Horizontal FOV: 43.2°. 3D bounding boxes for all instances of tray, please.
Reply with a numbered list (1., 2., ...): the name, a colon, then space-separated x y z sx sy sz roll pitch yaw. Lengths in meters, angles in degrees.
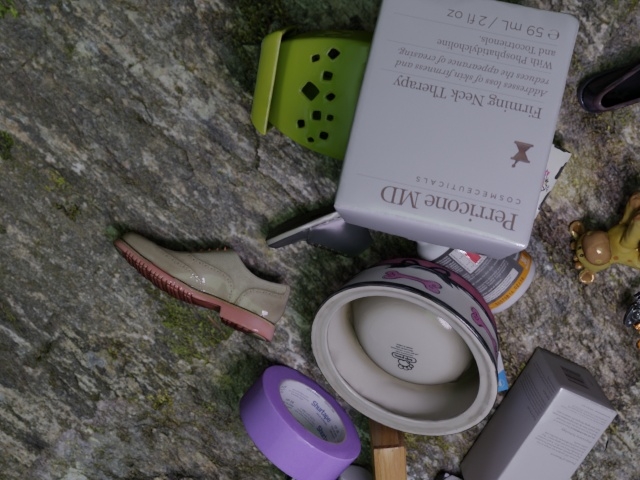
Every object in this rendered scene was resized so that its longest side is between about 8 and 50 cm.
1. tray: 0.164 0.602 1.886 0.076 0.203 0.411 -4 109 1

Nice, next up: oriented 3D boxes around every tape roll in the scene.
1. tape roll: -0.043 0.403 1.775 0.275 0.275 0.090 36 105 -12

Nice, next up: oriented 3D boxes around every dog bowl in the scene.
1. dog bowl: 0.190 0.214 1.703 0.408 0.150 0.408 15 130 19

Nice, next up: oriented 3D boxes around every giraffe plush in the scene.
1. giraffe plush: 0.625 0.007 1.725 0.170 0.181 0.210 -8 144 13

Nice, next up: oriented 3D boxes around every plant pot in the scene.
1. plant pot: -0.012 -0.300 1.561 0.207 0.227 0.228 12 109 3

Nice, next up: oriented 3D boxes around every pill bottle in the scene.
1. pill bottle: 0.304 0.015 1.703 0.278 0.162 0.162 40 104 -14
2. pill bottle: 0.069 0.640 1.949 0.108 0.108 0.180 10 108 -4

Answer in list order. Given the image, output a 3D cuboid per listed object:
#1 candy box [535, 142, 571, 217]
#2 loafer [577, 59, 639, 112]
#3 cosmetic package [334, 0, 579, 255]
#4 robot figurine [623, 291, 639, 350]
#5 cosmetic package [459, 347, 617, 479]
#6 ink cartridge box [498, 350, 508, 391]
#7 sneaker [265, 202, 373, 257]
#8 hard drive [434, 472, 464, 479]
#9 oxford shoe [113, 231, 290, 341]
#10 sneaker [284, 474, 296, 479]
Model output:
1. candy box: 0.378 -0.167 1.687 0.233 0.071 0.159 25 105 -8
2. loafer: 0.676 -0.328 1.622 0.302 0.095 0.109 -22 108 7
3. cosmetic package: 0.233 -0.196 1.455 0.329 0.327 0.393 13 87 6
4. robot figurine: 0.805 0.140 1.757 0.211 0.085 0.291 44 108 -9
5. cosmetic package: 0.484 0.457 1.845 0.155 0.197 0.365 24 109 -10
6. ink cartridge box: 0.330 0.307 1.860 0.180 0.060 0.104 -15 109 5
7. sneaker: 0.000 0.000 1.735 0.222 0.083 0.118 -20 109 5
8. hard drive: 0.405 0.731 1.931 0.339 0.237 0.064 27 149 -8
9. oxford shoe: -0.254 0.070 1.754 0.397 0.140 0.146 29 76 -6
10. sneaker: -0.035 0.597 1.905 0.086 0.163 0.226 -5 111 -1
